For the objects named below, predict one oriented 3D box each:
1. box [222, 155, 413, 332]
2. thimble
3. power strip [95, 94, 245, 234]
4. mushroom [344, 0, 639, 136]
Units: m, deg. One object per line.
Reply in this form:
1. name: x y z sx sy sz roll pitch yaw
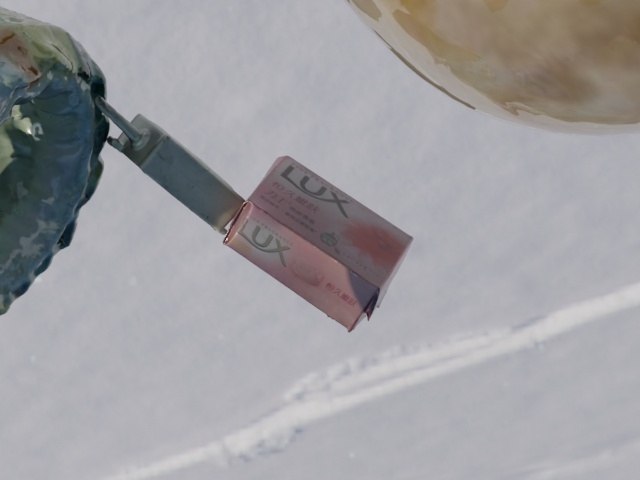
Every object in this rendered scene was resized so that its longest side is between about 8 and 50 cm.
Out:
1. box: 0.000 0.000 1.181 0.156 0.111 0.060 34 123 1
2. thimble: -0.311 -0.062 1.088 0.167 0.288 0.254 24 170 17
3. power strip: -0.139 -0.073 1.155 0.042 0.075 0.175 -50 127 -1
4. mushroom: 0.135 -0.185 0.494 0.297 0.297 0.290 -27 162 33
